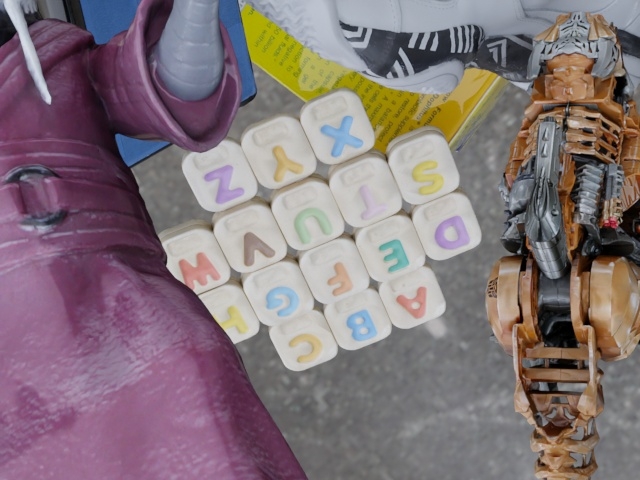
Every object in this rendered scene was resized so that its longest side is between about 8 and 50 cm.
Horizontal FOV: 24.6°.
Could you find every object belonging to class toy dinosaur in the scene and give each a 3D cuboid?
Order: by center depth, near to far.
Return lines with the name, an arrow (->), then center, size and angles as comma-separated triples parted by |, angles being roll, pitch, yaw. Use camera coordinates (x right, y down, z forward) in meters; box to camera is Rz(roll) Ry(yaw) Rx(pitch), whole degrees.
toy dinosaur -> 0.153, 0.030, 0.920 | 0.164, 0.322, 0.218 | 23, 178, 25

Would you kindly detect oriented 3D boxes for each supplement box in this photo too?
supplement box -> 0.034, -0.251, 1.461 | 0.356, 0.194, 0.195 | 38, 113, 5

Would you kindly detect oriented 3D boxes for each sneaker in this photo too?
sneaker -> 0.111, -0.208, 0.944 | 0.137, 0.366, 0.210 | 40, 117, 40

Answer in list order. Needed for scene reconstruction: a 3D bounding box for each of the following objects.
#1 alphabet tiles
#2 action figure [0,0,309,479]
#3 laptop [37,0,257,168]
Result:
alphabet tiles -> 0.000, 0.000, 1.353 | 0.021, 0.284, 0.278 | -108, -5, -54
action figure -> -0.103, 0.011, 0.609 | 0.275, 0.248, 0.370 | 71, -175, -68
laptop -> -0.111, -0.210, 0.937 | 0.408, 0.236, 0.382 | 32, 137, 62
